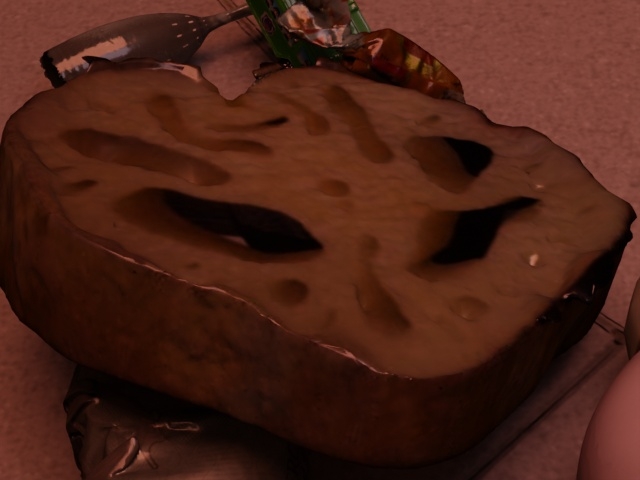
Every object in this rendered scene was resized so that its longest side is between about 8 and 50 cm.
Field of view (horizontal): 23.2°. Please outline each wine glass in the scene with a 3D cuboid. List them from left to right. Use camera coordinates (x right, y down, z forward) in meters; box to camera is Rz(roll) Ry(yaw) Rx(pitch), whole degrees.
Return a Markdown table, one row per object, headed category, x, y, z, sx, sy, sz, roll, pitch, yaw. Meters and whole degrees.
| category | x | y | z | sx | sy | sz | roll | pitch | yaw |
| --- | --- | --- | --- | --- | --- | --- | --- | --- | --- |
| wine glass | -0.113 | -0.155 | 1.198 | 0.198 | 0.066 | 0.066 | -24 | 51 | -17 |

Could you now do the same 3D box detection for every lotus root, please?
| category | x | y | z | sx | sy | sz | roll | pitch | yaw |
| --- | --- | --- | --- | --- | --- | --- | --- | --- | --- |
| lotus root | 0.000 | 0.000 | 0.941 | 0.391 | 0.111 | 0.375 | 2 | 26 | -18 |

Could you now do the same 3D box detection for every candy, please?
| category | x | y | z | sx | sy | sz | roll | pitch | yaw |
| --- | --- | --- | --- | --- | --- | --- | --- | --- | --- |
| candy | 0.054 | -0.120 | 1.111 | 0.182 | 0.046 | 0.053 | 34 | 67 | -15 |

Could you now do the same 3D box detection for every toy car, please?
| category | x | y | z | sx | sy | sz | roll | pitch | yaw |
| --- | --- | --- | --- | --- | --- | --- | --- | --- | --- |
| toy car | -0.007 | -0.164 | 1.158 | 0.071 | 0.062 | 0.165 | -29 | 89 | -22 |

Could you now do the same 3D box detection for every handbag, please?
| category | x | y | z | sx | sy | sz | roll | pitch | yaw |
| --- | --- | --- | --- | --- | --- | --- | --- | --- | --- |
| handbag | -0.083 | 0.138 | 0.899 | 0.183 | 0.117 | 0.270 | 9 | 48 | -14 |

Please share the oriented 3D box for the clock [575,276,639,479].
| category | x | y | z | sx | sy | sz | roll | pitch | yaw |
| --- | --- | --- | --- | --- | --- | --- | --- | --- | --- |
| clock | 0.291 | 0.148 | 0.844 | 0.342 | 0.184 | 0.326 | 28 | 51 | 19 |
